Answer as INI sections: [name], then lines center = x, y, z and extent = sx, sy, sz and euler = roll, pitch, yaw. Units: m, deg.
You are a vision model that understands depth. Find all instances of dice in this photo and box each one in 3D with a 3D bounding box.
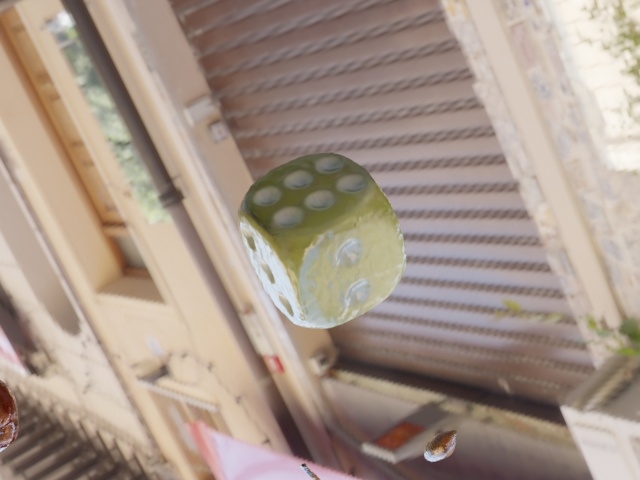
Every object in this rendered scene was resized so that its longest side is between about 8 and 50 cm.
[dice]
center = 0.000, 0.000, 1.563
extent = 0.169, 0.169, 0.166
euler = -29, -139, -18

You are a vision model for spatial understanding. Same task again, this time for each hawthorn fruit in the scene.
[hawthorn fruit]
center = -0.506, 0.247, 1.698
extent = 0.133, 0.133, 0.138
euler = -29, -136, -17

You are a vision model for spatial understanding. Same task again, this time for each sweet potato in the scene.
[sweet potato]
center = 0.160, 0.278, 1.575
extent = 0.034, 0.034, 0.095
euler = -34, 165, -32

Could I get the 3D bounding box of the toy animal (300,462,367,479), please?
[toy animal]
center = 0.034, 0.455, 2.027
extent = 0.116, 0.255, 0.114
euler = -17, -150, 33
